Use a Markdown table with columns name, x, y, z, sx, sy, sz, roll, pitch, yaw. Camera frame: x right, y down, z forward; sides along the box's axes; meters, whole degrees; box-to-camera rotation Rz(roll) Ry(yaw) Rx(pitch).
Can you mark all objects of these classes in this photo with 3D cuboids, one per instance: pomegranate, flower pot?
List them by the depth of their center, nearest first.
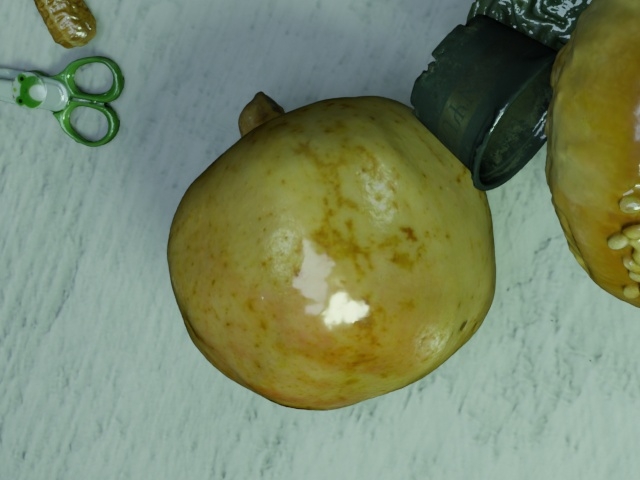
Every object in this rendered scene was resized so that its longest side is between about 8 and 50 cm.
| name | x | y | z | sx | sy | sz | roll | pitch | yaw |
| --- | --- | --- | --- | --- | --- | --- | --- | --- | --- |
| flower pot | 0.157 | -0.138 | 1.727 | 0.107 | 0.157 | 0.157 | 37 | 108 | 21 |
| pomegranate | 0.000 | 0.000 | 1.826 | 0.342 | 0.342 | 0.342 | 3 | 100 | 18 |

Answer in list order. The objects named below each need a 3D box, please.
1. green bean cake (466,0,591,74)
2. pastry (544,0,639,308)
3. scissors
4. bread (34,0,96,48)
| name | x | y | z | sx | sy | sz | roll | pitch | yaw |
| --- | --- | --- | --- | --- | --- | --- | --- | --- | --- |
| green bean cake | 0.277 | -0.251 | 1.790 | 0.227 | 0.125 | 0.222 | 22 | 106 | 9 |
| pastry | 0.393 | -0.101 | 1.641 | 0.410 | 0.245 | 0.409 | -11 | 120 | -20 |
| scissors | -0.318 | -0.169 | 2.047 | 0.204 | 0.027 | 0.101 | 12 | 101 | 14 |
| bread | -0.297 | -0.282 | 2.011 | 0.052 | 0.044 | 0.157 | -27 | 90 | 17 |
